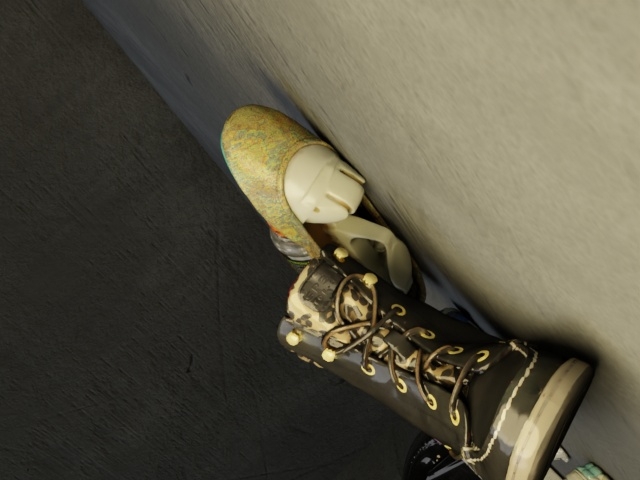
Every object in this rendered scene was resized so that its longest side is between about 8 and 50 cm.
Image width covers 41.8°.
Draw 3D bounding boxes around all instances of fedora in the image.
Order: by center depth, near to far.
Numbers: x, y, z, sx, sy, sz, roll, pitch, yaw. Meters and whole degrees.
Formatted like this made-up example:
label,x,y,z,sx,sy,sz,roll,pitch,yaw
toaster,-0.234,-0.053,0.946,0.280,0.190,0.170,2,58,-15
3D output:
label,x,y,z,sx,sy,sz,roll,pitch,yaw
fedora,0.343,0.549,1.880,0.153,0.334,0.334,10,-156,-41

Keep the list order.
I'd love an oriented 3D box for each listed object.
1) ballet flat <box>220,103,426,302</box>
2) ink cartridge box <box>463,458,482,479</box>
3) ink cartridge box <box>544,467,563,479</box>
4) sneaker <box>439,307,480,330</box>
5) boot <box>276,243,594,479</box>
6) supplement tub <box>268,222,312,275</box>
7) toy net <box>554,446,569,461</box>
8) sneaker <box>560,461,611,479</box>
label,x,y,z,sx,sy,sz,roll,pitch,yaw
ballet flat,0.022,-0.025,0.975,0.348,0.123,0.123,53,174,-35
ink cartridge box,0.291,0.355,1.503,0.180,0.060,0.104,-147,52,-70
ink cartridge box,0.415,0.449,1.509,0.208,0.045,0.206,47,175,39
sneaker,0.194,0.143,1.037,0.135,0.052,0.058,49,171,-7
boot,0.095,0.114,0.807,0.284,0.138,0.377,30,178,12
supplement tub,0.000,0.000,1.234,0.117,0.117,0.190,45,174,40
toy net,0.264,0.243,1.222,0.232,0.045,0.122,48,175,5
sneaker,0.341,0.425,1.090,0.110,0.122,0.282,-129,18,-73
